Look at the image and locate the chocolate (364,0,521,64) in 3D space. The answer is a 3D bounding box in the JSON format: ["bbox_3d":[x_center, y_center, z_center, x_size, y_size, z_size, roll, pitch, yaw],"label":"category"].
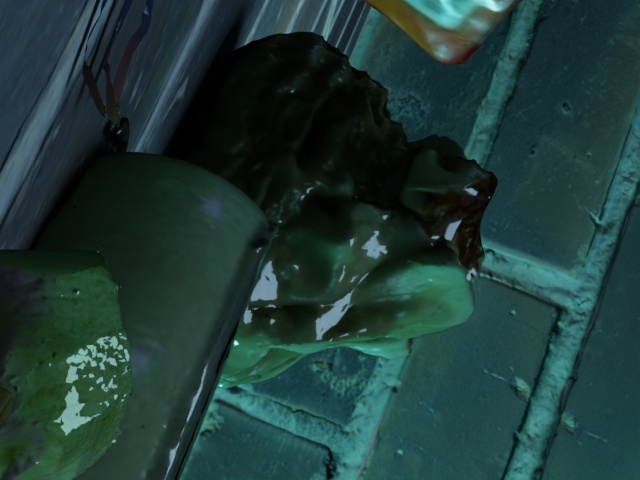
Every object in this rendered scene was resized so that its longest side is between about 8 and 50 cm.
[{"bbox_3d":[0.120,-0.308,0.835,0.341,0.161,0.360,-67,-172,-20],"label":"chocolate"}]

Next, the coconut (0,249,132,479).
[{"bbox_3d":[-0.101,0.044,0.586,0.082,0.081,0.083,62,-37,32],"label":"coconut"}]

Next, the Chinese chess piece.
[{"bbox_3d":[-0.097,0.068,0.832,0.238,0.092,0.238,21,90,-88],"label":"Chinese chess piece"}]

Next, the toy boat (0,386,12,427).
[{"bbox_3d":[-0.115,0.047,0.329,0.226,0.068,0.088,-49,157,-78],"label":"toy boat"}]

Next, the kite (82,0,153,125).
[{"bbox_3d":[-0.052,-0.154,0.690,0.127,0.016,0.229,-41,150,-81],"label":"kite"}]

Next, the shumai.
[{"bbox_3d":[-0.002,-0.001,1.134,0.189,0.218,0.256,96,13,-52],"label":"shumai"}]
